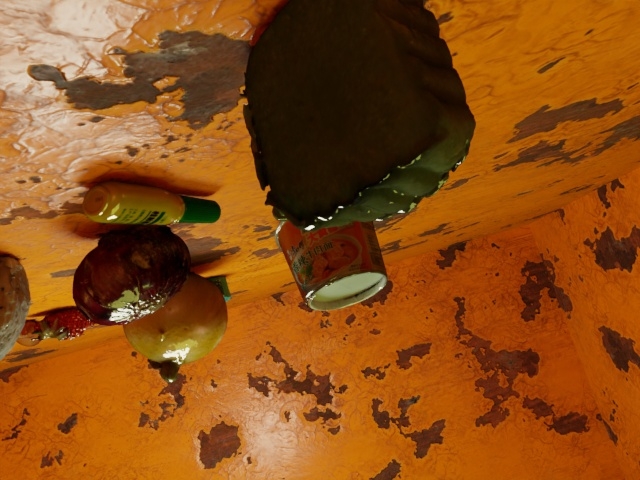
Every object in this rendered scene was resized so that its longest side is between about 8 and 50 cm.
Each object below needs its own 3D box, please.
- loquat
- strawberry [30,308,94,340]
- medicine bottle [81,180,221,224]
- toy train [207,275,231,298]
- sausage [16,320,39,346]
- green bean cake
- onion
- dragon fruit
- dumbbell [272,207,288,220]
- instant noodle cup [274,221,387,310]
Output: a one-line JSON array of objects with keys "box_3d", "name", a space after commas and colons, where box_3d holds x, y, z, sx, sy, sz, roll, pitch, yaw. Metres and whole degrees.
[{"box_3d": [-0.463, 0.269, 1.526, 0.329, 0.359, 0.328, 0, 152, 0], "name": "loquat"}, {"box_3d": [-0.881, 0.271, 1.657, 0.168, 0.086, 0.208, 4, -165, -1], "name": "strawberry"}, {"box_3d": [-0.281, -0.060, 0.848, 0.095, 0.064, 0.261, -22, 168, 29], "name": "medicine bottle"}, {"box_3d": [-0.454, 0.213, 1.859, 0.203, 0.112, 0.163, -11, 163, -36], "name": "toy train"}, {"box_3d": [-1.029, 0.325, 1.683, 0.089, 0.089, 0.179, -12, 165, -23], "name": "sausage"}, {"box_3d": [0.025, -0.131, 0.492, 0.125, 0.227, 0.223, -2, 163, -45], "name": "green bean cake"}, {"box_3d": [-0.392, 0.066, 1.001, 0.246, 0.190, 0.246, -38, 177, -2], "name": "onion"}, {"box_3d": [-0.728, 0.168, 0.957, 0.283, 0.221, 0.204, -15, 164, -19], "name": "dragon fruit"}, {"box_3d": [-0.076, -0.080, 1.093, 0.052, 0.046, 0.118, -7, 167, -20], "name": "dumbbell"}, {"box_3d": [0.040, 0.048, 1.285, 0.297, 0.213, 0.296, -16, 154, -8], "name": "instant noodle cup"}]
